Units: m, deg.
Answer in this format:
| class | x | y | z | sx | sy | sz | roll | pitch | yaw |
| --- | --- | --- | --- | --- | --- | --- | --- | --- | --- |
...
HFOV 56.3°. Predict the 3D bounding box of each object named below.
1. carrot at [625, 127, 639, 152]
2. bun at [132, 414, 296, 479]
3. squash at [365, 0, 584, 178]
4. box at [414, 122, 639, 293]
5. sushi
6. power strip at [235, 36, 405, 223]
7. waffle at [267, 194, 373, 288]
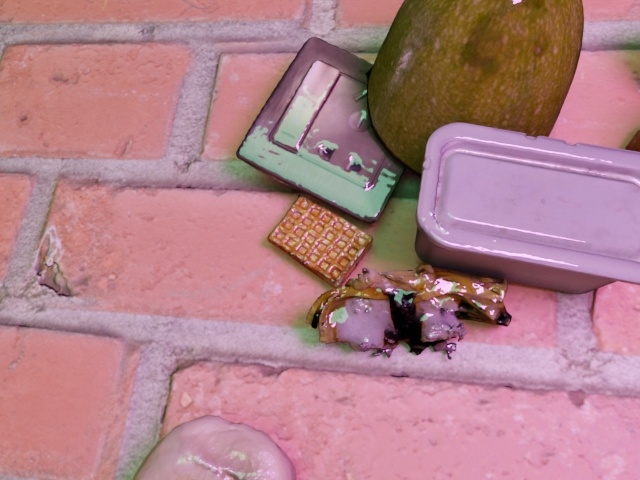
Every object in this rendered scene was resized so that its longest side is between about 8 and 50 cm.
| class | x | y | z | sx | sy | sz | roll | pitch | yaw |
| --- | --- | --- | --- | --- | --- | --- | --- | --- | --- |
| carrot | 0.566 | -0.110 | 0.890 | 0.210 | 0.061 | 0.061 | 35 | 79 | 15 |
| bun | -0.136 | 0.339 | 0.803 | 0.229 | 0.145 | 0.229 | 2 | 104 | 8 |
| squash | 0.238 | -0.256 | 0.816 | 0.310 | 0.309 | 0.310 | 1 | 78 | -6 |
| box | 0.277 | -0.025 | 0.817 | 0.312 | 0.182 | 0.175 | 11 | 71 | 2 |
| sushi | 0.123 | 0.100 | 0.846 | 0.291 | 0.139 | 0.131 | 0 | 77 | 8 |
| power strip | 0.031 | -0.179 | 0.986 | 0.251 | 0.092 | 0.257 | 29 | 77 | 1 |
| waffle | 0.000 | 0.001 | 0.953 | 0.148 | 0.042 | 0.102 | 33 | 77 | 20 |
